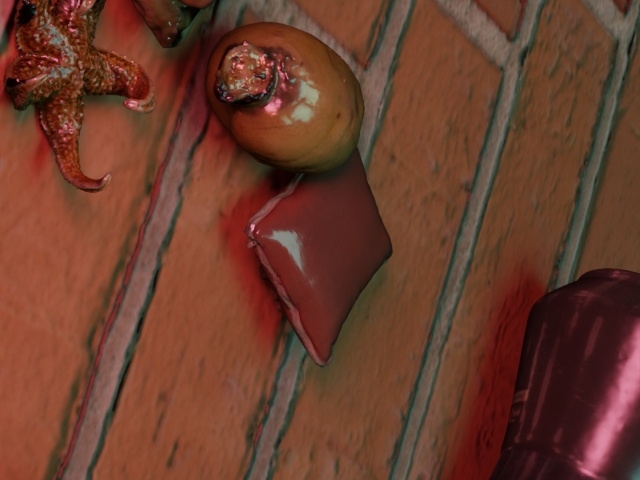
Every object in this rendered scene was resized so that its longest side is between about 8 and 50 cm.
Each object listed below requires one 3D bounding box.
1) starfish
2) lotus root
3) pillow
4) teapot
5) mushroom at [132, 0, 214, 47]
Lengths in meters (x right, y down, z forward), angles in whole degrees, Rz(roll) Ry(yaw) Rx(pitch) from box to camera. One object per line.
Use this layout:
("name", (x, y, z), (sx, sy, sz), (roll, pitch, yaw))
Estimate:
("starfish", (-0.193, -0.138, 1.377), (0.146, 0.074, 0.190), (-54, 139, -38))
("lotus root", (-0.035, -0.126, 1.586), (0.118, 0.125, 0.221), (-57, 151, 3))
("pillow", (0.000, 0.000, 1.710), (0.179, 0.075, 0.171), (-55, 133, -40))
("teapot", (0.323, 0.257, 2.128), (0.362, 0.305, 0.376), (-58, 171, -19))
("mushroom", (-0.112, -0.296, 1.438), (0.217, 0.212, 0.292), (130, -23, -58))
